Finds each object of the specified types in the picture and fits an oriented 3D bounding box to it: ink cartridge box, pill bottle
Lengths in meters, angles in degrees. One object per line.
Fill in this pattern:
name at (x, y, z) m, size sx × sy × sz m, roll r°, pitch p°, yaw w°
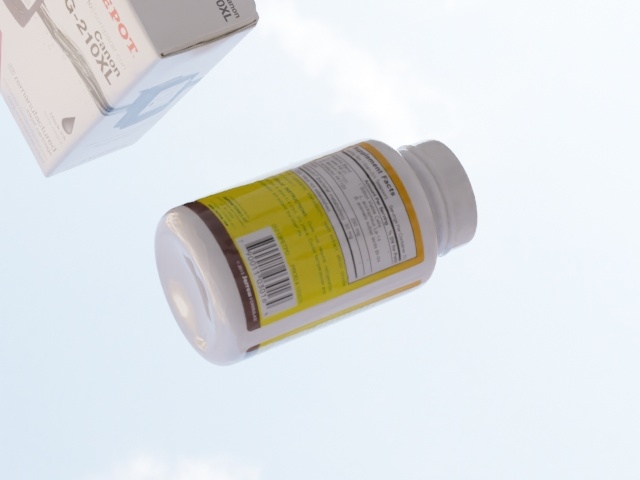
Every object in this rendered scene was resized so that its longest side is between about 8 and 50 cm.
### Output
ink cartridge box at (-0.171, -0.178, 1.424) m, size 0.100 × 0.237 × 0.172 m, roll -25°, pitch -96°, yaw -35°
pill bottle at (0.000, 0.000, 1.299) m, size 0.215 × 0.117 × 0.117 m, roll -21°, pitch -112°, yaw -23°
